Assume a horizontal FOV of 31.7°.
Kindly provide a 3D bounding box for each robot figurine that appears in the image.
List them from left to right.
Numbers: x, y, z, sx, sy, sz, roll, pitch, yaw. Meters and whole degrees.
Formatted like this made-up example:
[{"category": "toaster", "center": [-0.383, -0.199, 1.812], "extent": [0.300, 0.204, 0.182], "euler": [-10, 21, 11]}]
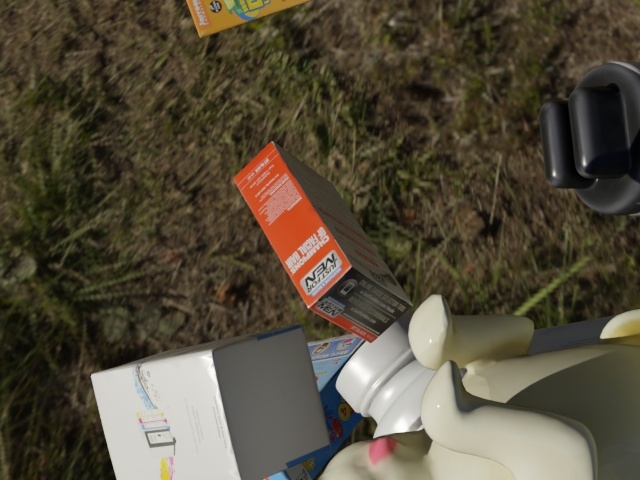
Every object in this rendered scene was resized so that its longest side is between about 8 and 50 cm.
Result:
[{"category": "robot figurine", "center": [0.384, -0.110, 1.254], "extent": [0.278, 0.209, 0.173], "euler": [-2, 121, -23]}]

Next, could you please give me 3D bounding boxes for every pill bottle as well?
[{"category": "pill bottle", "center": [0.170, 0.230, 1.233], "extent": [0.318, 0.176, 0.176], "euler": [45, 113, 20]}]

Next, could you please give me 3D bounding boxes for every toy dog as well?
[{"category": "toy dog", "center": [0.183, 0.211, 0.926], "extent": [0.408, 0.284, 0.395], "euler": [-22, 121, 4]}]

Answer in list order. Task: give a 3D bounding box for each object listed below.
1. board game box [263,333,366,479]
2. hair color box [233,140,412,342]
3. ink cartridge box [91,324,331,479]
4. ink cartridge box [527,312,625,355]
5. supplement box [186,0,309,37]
[{"category": "board game box", "center": [-0.078, 0.278, 1.762], "extent": [0.308, 0.302, 0.086], "euler": [-15, 111, 44]}, {"category": "hair color box", "center": [0.000, 0.000, 0.949], "extent": [0.053, 0.167, 0.093], "euler": [-44, 137, 12]}, {"category": "ink cartridge box", "center": [-0.141, 0.217, 1.433], "extent": [0.233, 0.171, 0.168], "euler": [-14, 89, 40]}, {"category": "ink cartridge box", "center": [0.334, 0.244, 1.695], "extent": [0.066, 0.261, 0.296], "euler": [43, 146, -21]}, {"category": "supplement box", "center": [-0.075, -0.365, 1.619], "extent": [0.234, 0.080, 0.078], "euler": [-18, 109, 9]}]
